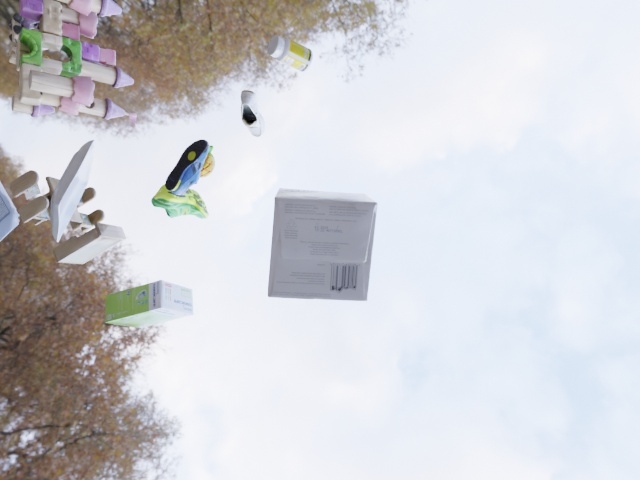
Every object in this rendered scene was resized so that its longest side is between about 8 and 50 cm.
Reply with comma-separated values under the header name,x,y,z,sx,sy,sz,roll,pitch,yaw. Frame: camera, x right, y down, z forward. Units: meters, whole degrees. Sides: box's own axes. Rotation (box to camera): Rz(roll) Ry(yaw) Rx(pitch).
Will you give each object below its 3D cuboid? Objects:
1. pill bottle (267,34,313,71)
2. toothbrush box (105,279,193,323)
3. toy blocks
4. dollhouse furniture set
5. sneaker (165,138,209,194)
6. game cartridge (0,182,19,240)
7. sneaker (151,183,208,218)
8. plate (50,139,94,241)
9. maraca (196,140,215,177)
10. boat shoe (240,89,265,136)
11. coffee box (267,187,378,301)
name,x,y,z,sx,sy,sz,roll,pitch,yaw
pill bottle,-0.152,-0.940,2.257,0.119,0.208,0.119,-15,-110,49
toothbrush box,-0.705,0.269,1.862,0.283,0.206,0.122,-15,-112,18
toy blocks,-0.605,-0.445,1.133,0.309,0.260,0.288,-4,-93,47
dollhouse furniture set,-1.113,-0.127,2.053,0.256,0.362,0.394,-28,-101,8
sneaker,-0.424,-0.239,1.483,0.069,0.082,0.209,44,-79,29
game cartridge,-1.034,-0.140,1.346,0.062,0.297,0.198,-9,-151,4
sneaker,-0.568,-0.150,1.829,0.123,0.295,0.109,-29,-113,15
plate,-0.839,-0.170,1.505,0.278,0.045,0.277,-42,-147,50
maraca,-0.552,-0.373,2.084,0.099,0.127,0.185,52,-40,43
boat shoe,-0.329,-0.571,2.108,0.098,0.277,0.096,4,-118,9
coffee box,0.000,0.000,1.605,0.338,0.334,0.338,4,-78,-3
